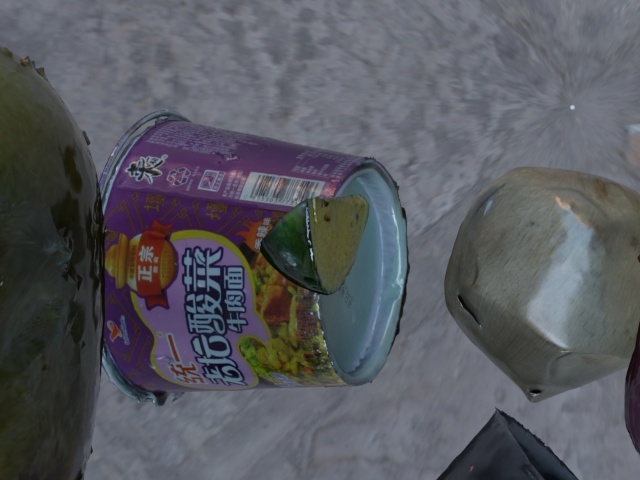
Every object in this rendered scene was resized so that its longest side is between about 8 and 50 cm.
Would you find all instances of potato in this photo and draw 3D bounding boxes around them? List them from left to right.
[{"bbox_3d":[-0.228,0.053,0.870,0.219,0.269,0.359,21,132,33],"label":"potato"}]

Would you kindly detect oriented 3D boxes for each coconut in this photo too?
[{"bbox_3d":[0.222,0.045,1.544,0.224,0.224,0.224,1,95,9],"label":"coconut"}]

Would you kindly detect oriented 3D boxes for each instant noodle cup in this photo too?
[{"bbox_3d":[-0.064,0.029,1.814,0.266,0.340,0.340,4,95,23],"label":"instant noodle cup"}]

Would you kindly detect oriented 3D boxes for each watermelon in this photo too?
[{"bbox_3d":[0.004,0.010,1.563,0.092,0.181,0.075,-42,80,13],"label":"watermelon"}]

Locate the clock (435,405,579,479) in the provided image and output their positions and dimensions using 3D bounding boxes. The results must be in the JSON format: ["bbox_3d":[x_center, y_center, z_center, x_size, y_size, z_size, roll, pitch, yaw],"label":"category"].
[{"bbox_3d":[0.139,0.182,0.590,0.055,0.280,0.280,-42,88,4],"label":"clock"}]

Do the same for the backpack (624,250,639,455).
[{"bbox_3d":[0.375,0.074,1.291,0.283,0.197,0.317,11,107,-4],"label":"backpack"}]
